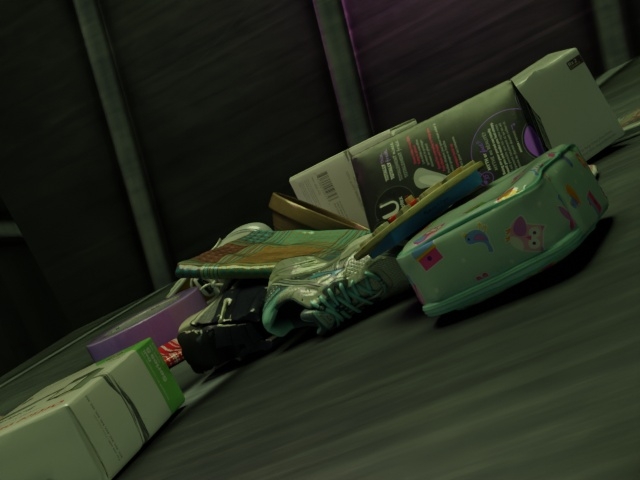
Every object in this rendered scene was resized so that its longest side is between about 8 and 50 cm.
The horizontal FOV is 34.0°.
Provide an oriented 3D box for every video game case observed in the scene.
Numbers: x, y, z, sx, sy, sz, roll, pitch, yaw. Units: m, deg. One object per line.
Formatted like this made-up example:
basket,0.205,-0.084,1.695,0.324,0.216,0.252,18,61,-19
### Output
video game case,0.604,-0.228,1.928,0.183,0.023,0.201,-22,7,43

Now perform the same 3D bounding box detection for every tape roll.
tape roll,-0.370,0.202,2.290,0.275,0.090,0.275,-26,5,2

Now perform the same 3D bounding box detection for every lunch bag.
lunch bag,0.219,-0.012,1.263,0.224,0.108,0.279,-31,0,28

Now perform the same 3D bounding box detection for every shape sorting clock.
shape sorting clock,0.125,-0.040,1.350,0.206,0.040,0.206,-35,-1,-1

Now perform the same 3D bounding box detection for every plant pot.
plant pot,0.000,0.000,1.992,0.237,0.237,0.109,-94,27,-85

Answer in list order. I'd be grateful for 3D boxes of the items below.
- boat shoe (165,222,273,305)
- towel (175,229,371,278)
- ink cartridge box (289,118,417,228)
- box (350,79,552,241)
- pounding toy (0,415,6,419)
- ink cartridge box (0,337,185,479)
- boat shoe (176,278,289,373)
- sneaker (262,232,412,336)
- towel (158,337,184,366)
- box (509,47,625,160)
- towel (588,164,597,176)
boat shoe,-0.264,0.092,2.574,0.367,0.136,0.156,-33,9,28
towel,-0.018,0.018,1.739,0.370,0.040,0.271,0,12,26
ink cartridge box,0.106,-0.097,2.150,0.283,0.207,0.117,-23,5,38
box,0.206,-0.089,1.548,0.270,0.165,0.143,-24,-30,21
pounding toy,-0.550,0.369,1.672,0.154,0.155,0.269,1,3,-24
ink cartridge box,-0.331,0.254,1.409,0.198,0.115,0.273,-26,5,17
boat shoe,-0.090,0.106,1.729,0.158,0.127,0.340,-17,17,26
sneaker,0.034,0.080,1.505,0.283,0.110,0.122,-19,34,36
towel,-0.252,0.196,2.075,0.275,0.031,0.199,-29,6,-22
box,0.398,-0.213,1.838,0.181,0.182,0.119,-33,9,-6
towel,0.338,-0.066,1.645,0.197,0.029,0.144,-25,6,22
